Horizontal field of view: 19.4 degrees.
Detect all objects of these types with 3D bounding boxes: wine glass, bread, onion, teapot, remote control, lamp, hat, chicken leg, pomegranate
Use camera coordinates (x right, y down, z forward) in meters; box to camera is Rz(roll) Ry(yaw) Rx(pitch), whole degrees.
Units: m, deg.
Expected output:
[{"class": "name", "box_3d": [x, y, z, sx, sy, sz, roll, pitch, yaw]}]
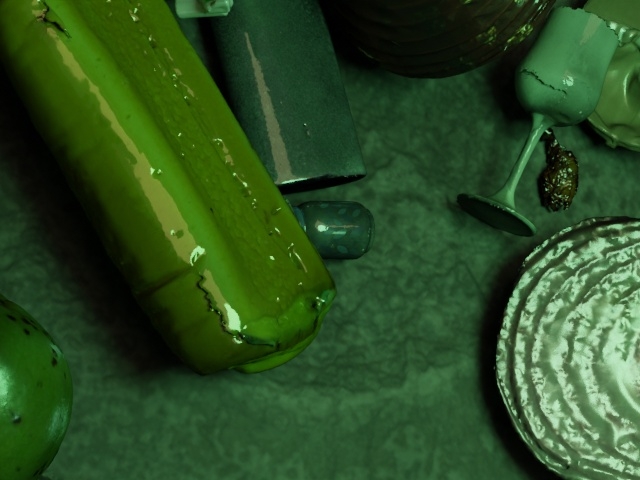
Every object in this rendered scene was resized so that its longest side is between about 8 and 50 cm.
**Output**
[{"class": "wine glass", "box_3d": [0.193, -0.106, 1.638, 0.079, 0.079, 0.195, 29, 79, -15]}, {"class": "bread", "box_3d": [-0.136, -0.062, 1.470, 0.166, 0.112, 0.383, -30, 88, -51]}, {"class": "onion", "box_3d": [0.270, 0.109, 1.629, 0.248, 0.111, 0.250, 4, 83, -1]}, {"class": "teapot", "box_3d": [-0.001, -0.004, 1.565, 0.083, 0.063, 0.049, 1, 43, -22]}, {"class": "remote control", "box_3d": [-0.055, -0.223, 1.601, 0.107, 0.044, 0.377, -11, 79, -20]}, {"class": "lamp", "box_3d": [0.108, -0.254, 1.592, 0.247, 0.247, 0.247, 8, 72, -23]}, {"class": "hat", "box_3d": [0.310, -0.164, 1.753, 0.166, 0.144, 0.173, 29, 19, 14]}, {"class": "chicken leg", "box_3d": [0.216, -0.065, 1.696, 0.036, 0.021, 0.083, 6, 71, -14]}, {"class": "pomegranate", "box_3d": [-0.278, 0.138, 1.324, 0.181, 0.181, 0.224, 28, 84, -16]}]

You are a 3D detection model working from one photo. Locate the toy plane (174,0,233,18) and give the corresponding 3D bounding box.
[{"class": "toy plane", "box_3d": [-0.067, -0.249, 1.516, 0.174, 0.174, 0.080, -65, 146, -25]}]
